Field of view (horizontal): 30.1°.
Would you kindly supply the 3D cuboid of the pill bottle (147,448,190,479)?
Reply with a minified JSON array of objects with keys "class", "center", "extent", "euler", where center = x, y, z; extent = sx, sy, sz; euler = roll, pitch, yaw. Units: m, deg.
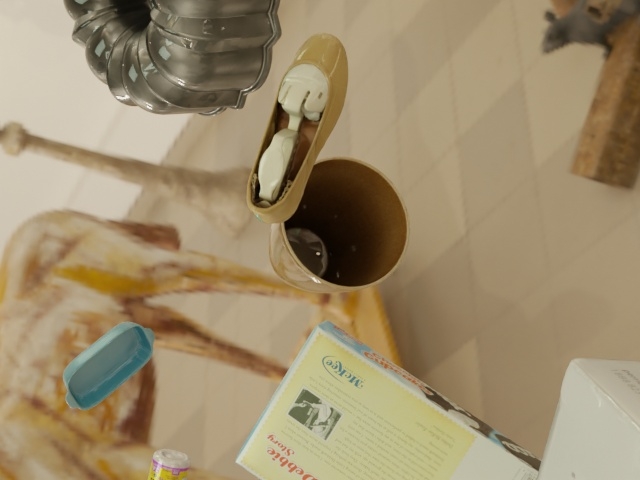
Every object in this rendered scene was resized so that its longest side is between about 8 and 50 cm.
[{"class":"pill bottle","center":[-0.176,0.281,1.347],"extent":[0.043,0.043,0.083],"euler":[-150,72,-66]}]

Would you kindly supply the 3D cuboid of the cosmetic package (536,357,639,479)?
[{"class":"cosmetic package","center":[0.365,0.220,0.794],"extent":[0.161,0.453,0.230],"euler":[-127,46,-62]}]

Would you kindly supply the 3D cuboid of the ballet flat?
[{"class":"ballet flat","center":[-0.027,-0.129,1.364],"extent":[0.073,0.080,0.232],"euler":[8,-81,-74]}]

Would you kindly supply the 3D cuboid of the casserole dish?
[{"class":"casserole dish","center":[-0.368,0.210,2.043],"extent":[0.037,0.188,0.114],"euler":[35,156,33]}]

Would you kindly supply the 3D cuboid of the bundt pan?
[{"class":"bundt pan","center":[-0.199,-0.299,1.427],"extent":[0.331,0.124,0.330],"euler":[20,119,41]}]

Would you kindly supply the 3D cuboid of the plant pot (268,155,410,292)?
[{"class":"plant pot","center":[0.000,0.000,2.148],"extent":[0.254,0.237,0.237],"euler":[145,135,-64]}]

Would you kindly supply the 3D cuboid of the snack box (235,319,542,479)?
[{"class":"snack box","center":[0.087,0.253,1.314],"extent":[0.187,0.322,0.060],"euler":[-59,-11,10]}]
